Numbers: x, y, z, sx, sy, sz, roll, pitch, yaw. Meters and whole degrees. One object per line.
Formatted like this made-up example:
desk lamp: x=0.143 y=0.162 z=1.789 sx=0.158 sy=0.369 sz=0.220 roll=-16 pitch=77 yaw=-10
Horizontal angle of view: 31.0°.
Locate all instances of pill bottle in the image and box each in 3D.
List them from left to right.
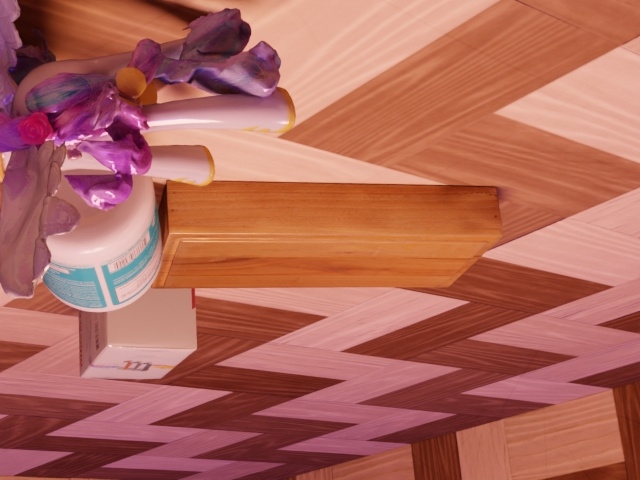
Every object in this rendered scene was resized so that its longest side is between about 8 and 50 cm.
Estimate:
pill bottle: x=-0.250 y=-0.009 z=1.270 sx=0.146 sy=0.146 sz=0.264 roll=-3 pitch=160 yaw=-6

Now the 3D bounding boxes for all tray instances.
tray: x=0.000 y=0.000 z=1.463 sx=0.410 sy=0.076 sz=0.203 roll=1 pitch=159 yaw=-14

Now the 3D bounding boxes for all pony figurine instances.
pony figurine: x=-0.215 y=-0.099 z=0.925 sx=0.363 sy=0.303 sz=0.351 roll=-11 pitch=174 yaw=-30

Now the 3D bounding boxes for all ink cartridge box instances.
ink cartridge box: x=-0.261 y=0.114 z=1.628 sx=0.127 sy=0.128 sz=0.176 roll=4 pitch=159 yaw=-24
